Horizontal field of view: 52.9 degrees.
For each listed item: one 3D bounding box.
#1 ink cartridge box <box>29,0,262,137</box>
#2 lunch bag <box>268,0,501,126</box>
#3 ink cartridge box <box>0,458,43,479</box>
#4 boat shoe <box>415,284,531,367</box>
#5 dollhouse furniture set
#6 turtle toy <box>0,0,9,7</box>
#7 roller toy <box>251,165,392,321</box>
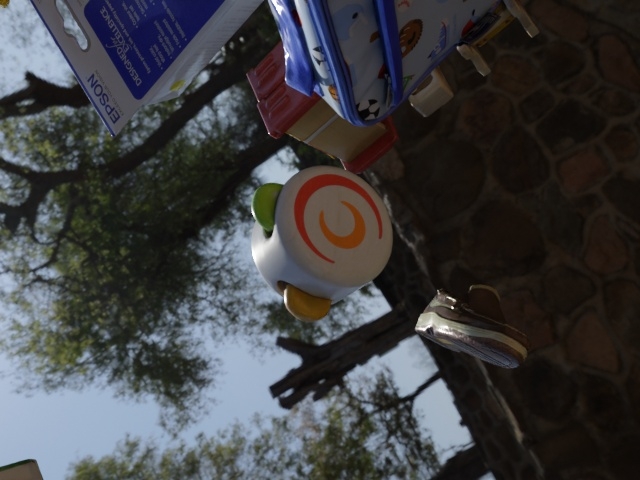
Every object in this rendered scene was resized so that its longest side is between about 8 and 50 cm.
[{"bbox_3d":[-0.224,-0.337,0.779,0.304,0.307,0.072,58,-146,6],"label":"ink cartridge box"},{"bbox_3d":[0.058,-0.236,0.528,0.115,0.243,0.303,42,171,24],"label":"lunch bag"},{"bbox_3d":[-0.324,0.302,0.555,0.153,0.208,0.087,-9,-134,-39],"label":"ink cartridge box"},{"bbox_3d":[0.204,0.101,0.869,0.095,0.095,0.257,31,172,-13],"label":"boat shoe"},{"bbox_3d":[0.096,-0.280,0.959,0.201,0.374,0.152,22,-141,-46],"label":"dollhouse furniture set"},{"bbox_3d":[-0.561,-0.438,1.071,0.095,0.066,0.130,19,-175,-30],"label":"turtle toy"},{"bbox_3d":[0.000,0.000,0.974,0.209,0.191,0.146,60,146,7],"label":"roller toy"}]
